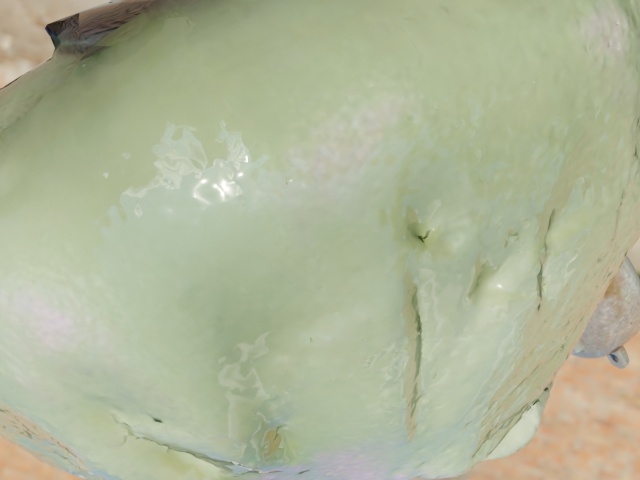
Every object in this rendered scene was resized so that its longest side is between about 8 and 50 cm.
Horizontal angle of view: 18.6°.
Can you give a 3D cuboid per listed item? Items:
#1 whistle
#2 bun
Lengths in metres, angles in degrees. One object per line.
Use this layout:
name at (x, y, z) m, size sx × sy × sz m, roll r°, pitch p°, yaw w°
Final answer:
whistle at (0.139, -0.008, 1.241) m, size 0.220 × 0.057 × 0.107 m, roll 61°, pitch 160°, yaw -12°
bun at (0.000, 0.000, 0.659) m, size 0.293 × 0.187 × 0.293 m, roll -26°, pitch 179°, yaw 0°
